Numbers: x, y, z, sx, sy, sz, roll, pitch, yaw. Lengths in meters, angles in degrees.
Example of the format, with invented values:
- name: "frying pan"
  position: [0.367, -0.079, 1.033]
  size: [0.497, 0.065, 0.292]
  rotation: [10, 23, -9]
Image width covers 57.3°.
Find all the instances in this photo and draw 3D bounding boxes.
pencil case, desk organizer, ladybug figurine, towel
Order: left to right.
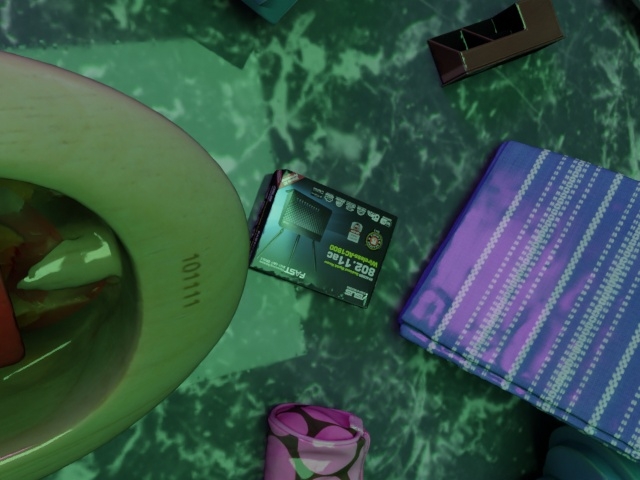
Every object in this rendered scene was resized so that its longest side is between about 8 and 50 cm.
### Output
- name: "ladybug figurine"
  position: [-0.266, 0.029, 0.338]
  size: [0.449, 0.162, 0.305]
  rotation: [-12, 124, -30]
- name: "pencil case"
  position: [-0.002, 0.252, 0.510]
  size: [0.098, 0.095, 0.209]
  rotation: [1, 91, 11]
- name: "desk organizer"
  position: [0.178, -0.204, 0.594]
  size: [0.130, 0.047, 0.050]
  rotation: [-24, 96, -19]
- name: "towel"
  position: [0.265, 0.057, 0.525]
  size: [0.336, 0.040, 0.243]
  rotation: [27, 76, 25]

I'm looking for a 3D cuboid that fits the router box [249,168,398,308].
- name: "router box"
  position: [0.000, 0.000, 0.534]
  size: [0.122, 0.038, 0.092]
  rotation: [21, 84, -19]

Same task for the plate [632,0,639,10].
- name: "plate"
  position: [0.472, -0.325, 0.702]
  size: [0.278, 0.045, 0.277]
  rotation: [41, 76, -16]

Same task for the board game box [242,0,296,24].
- name: "board game box"
  position: [-0.055, -0.388, 0.457]
  size: [0.253, 0.079, 0.336]
  rotation: [31, 72, -22]

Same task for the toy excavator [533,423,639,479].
- name: "toy excavator"
  position: [0.232, 0.409, 0.557]
  size: [0.445, 0.222, 0.433]
  rotation: [-15, 94, -7]
